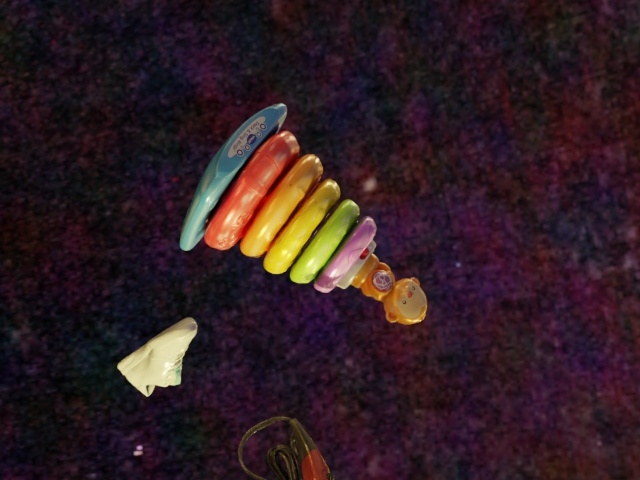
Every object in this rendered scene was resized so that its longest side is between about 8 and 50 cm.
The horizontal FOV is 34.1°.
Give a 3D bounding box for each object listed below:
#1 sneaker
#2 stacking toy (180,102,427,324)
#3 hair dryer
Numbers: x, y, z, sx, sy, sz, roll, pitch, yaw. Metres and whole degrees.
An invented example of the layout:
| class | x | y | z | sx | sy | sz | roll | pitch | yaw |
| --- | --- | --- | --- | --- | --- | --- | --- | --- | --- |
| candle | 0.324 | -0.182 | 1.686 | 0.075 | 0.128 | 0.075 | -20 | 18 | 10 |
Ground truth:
| class | x | y | z | sx | sy | sz | roll | pitch | yaw |
| --- | --- | --- | --- | --- | --- | --- | --- | --- | --- |
| sneaker | -0.267 | 0.209 | 1.835 | 0.094 | 0.212 | 0.080 | 56 | 42 | 2 |
| stacking toy | 0.000 | 0.000 | 1.214 | 0.302 | 0.166 | 0.175 | 37 | 57 | 1 |
| hair dryer | 0.013 | 0.323 | 1.173 | 0.080 | 0.294 | 0.223 | 4 | 87 | -58 |
